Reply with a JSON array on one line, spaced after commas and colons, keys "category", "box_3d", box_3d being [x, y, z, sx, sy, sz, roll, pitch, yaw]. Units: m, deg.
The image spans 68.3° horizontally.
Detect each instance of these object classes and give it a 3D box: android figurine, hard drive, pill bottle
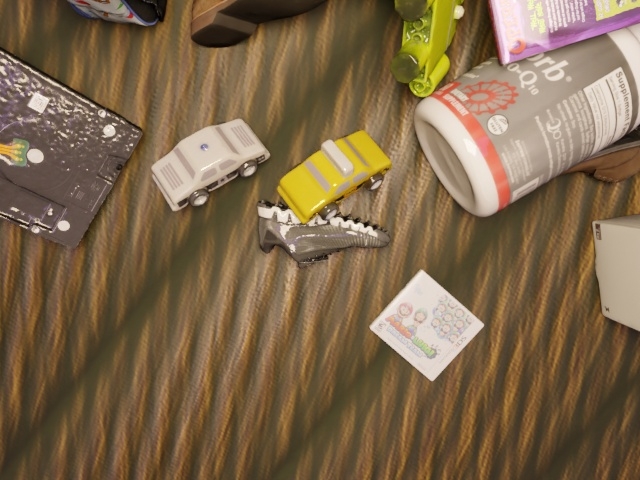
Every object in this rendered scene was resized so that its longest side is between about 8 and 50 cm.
[{"category": "android figurine", "box_3d": [0.173, -0.348, 0.695, 0.056, 0.273, 0.248, 18, 137, 20]}, {"category": "hard drive", "box_3d": [-0.489, -0.162, 0.728, 0.339, 0.064, 0.237, 29, 96, -30]}, {"category": "pill bottle", "box_3d": [0.347, -0.211, 0.723, 0.363, 0.210, 0.210, -31, 96, 3]}]

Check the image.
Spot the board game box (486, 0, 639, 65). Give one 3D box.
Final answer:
[{"category": "board game box", "box_3d": [0.288, -0.416, 0.563, 0.208, 0.056, 0.347, -13, 105, 13]}]

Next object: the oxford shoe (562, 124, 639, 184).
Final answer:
[{"category": "oxford shoe", "box_3d": [0.477, -0.131, 0.803, 0.227, 0.083, 0.096, -12, 116, 10]}]

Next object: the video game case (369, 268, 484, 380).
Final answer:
[{"category": "video game case", "box_3d": [0.193, 0.155, 0.862, 0.157, 0.019, 0.143, 41, 94, -5]}]

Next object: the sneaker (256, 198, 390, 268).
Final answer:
[{"category": "sneaker", "box_3d": [0.000, 0.000, 0.814, 0.234, 0.078, 0.106, 10, 99, 2]}]

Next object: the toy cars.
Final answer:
[{"category": "toy cars", "box_3d": [-0.078, -0.126, 0.756, 0.394, 0.087, 0.176, 5, 68, 1]}]

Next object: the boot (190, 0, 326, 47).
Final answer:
[{"category": "boot", "box_3d": [-0.087, -0.385, 0.688, 0.305, 0.112, 0.115, -1, 92, 38]}]

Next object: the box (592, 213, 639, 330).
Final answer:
[{"category": "box", "box_3d": [0.560, 0.052, 0.774, 0.119, 0.182, 0.181, -10, 97, 0]}]

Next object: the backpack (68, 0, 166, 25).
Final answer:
[{"category": "backpack", "box_3d": [-0.311, -0.436, 0.661, 0.213, 0.263, 0.276, 12, 90, 4]}]
